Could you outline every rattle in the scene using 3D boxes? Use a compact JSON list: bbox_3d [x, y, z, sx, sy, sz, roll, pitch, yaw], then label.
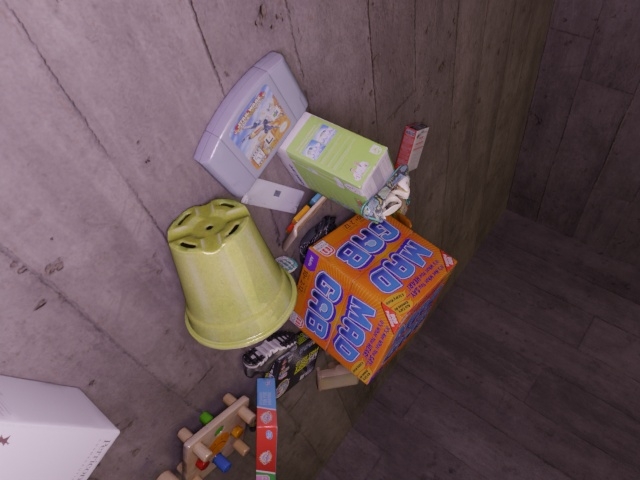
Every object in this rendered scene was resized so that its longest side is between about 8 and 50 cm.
[{"bbox_3d":[0.350,-0.118,2.073,0.199,0.142,0.130,-8,102,-50],"label":"rattle"}]

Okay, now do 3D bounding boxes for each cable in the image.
[{"bbox_3d":[0.000,0.000,1.674,0.184,0.047,0.150,-53,153,-16],"label":"cable"}]

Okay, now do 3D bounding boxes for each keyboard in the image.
[{"bbox_3d":[-0.121,-0.118,1.390,0.256,0.014,0.072,7,105,-62],"label":"keyboard"}]

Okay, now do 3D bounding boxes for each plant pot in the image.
[{"bbox_3d":[-0.214,0.056,1.164,0.276,0.276,0.254,-43,137,-30],"label":"plant pot"}]

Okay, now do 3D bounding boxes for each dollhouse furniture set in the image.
[{"bbox_3d":[0.046,0.456,2.071,0.161,0.242,0.212,-7,135,-9],"label":"dollhouse furniture set"}]

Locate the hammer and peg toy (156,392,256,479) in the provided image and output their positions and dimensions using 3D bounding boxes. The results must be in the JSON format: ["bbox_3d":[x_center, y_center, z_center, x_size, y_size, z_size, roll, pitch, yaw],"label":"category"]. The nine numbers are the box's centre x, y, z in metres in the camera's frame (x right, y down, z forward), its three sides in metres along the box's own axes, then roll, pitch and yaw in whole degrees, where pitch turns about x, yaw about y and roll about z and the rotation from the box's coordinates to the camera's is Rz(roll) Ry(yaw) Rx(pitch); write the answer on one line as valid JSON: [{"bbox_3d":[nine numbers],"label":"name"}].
[{"bbox_3d":[-0.366,0.665,1.607,0.361,0.127,0.266,-32,144,-44],"label":"hammer and peg toy"}]

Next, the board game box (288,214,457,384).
[{"bbox_3d":[0.163,0.169,1.729,0.356,0.356,0.356,-34,152,-41],"label":"board game box"}]

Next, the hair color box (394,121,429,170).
[{"bbox_3d":[0.336,-0.342,1.915,0.093,0.053,0.167,-27,140,-46],"label":"hair color box"}]

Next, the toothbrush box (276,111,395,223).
[{"bbox_3d":[0.040,-0.185,1.296,0.122,0.283,0.206,-57,152,-10],"label":"toothbrush box"}]

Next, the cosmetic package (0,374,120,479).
[{"bbox_3d":[-0.591,0.362,0.878,0.230,0.161,0.453,-56,154,-8],"label":"cosmetic package"}]

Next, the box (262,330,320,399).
[{"bbox_3d":[-0.104,0.452,1.925,0.270,0.060,0.216,-25,137,-49],"label":"box"}]

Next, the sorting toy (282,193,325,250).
[{"bbox_3d":[-0.039,-0.076,1.476,0.208,0.038,0.193,-53,-178,-20],"label":"sorting toy"}]

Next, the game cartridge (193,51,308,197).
[{"bbox_3d":[-0.149,-0.258,1.157,0.297,0.062,0.198,-56,157,-8],"label":"game cartridge"}]

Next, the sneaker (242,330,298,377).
[{"bbox_3d":[-0.170,0.381,1.728,0.234,0.078,0.106,-25,140,-44],"label":"sneaker"}]

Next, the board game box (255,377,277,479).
[{"bbox_3d":[-0.185,0.665,1.746,0.242,0.064,0.317,-106,-162,-67],"label":"board game box"}]

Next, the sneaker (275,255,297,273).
[{"bbox_3d":[-0.138,0.105,1.542,0.166,0.065,0.076,-30,157,-41],"label":"sneaker"}]

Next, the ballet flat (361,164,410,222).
[{"bbox_3d":[0.172,-0.105,1.217,0.188,0.070,0.070,-48,151,-25],"label":"ballet flat"}]

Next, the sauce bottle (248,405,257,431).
[{"bbox_3d":[-0.248,0.656,1.895,0.042,0.042,0.128,-38,144,-38],"label":"sauce bottle"}]
